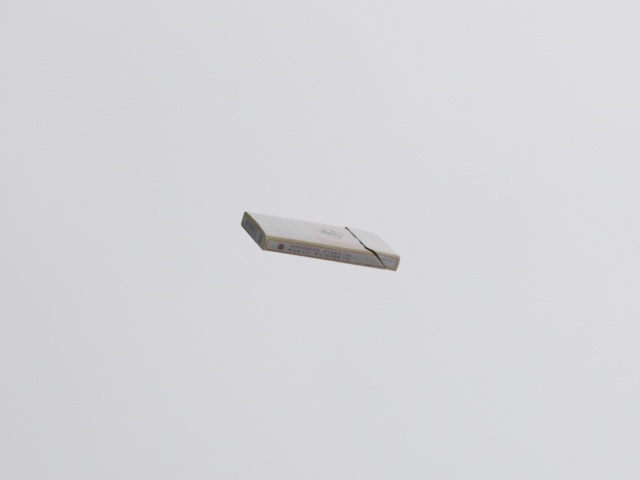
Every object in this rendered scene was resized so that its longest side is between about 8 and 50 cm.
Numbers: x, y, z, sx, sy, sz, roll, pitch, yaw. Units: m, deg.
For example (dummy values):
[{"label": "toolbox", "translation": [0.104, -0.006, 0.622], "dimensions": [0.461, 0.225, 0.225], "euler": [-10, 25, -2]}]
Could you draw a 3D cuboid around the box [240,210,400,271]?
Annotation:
[{"label": "box", "translation": [0.000, 0.000, 1.135], "dimensions": [0.046, 0.083, 0.012], "euler": [-136, -123, -64]}]
